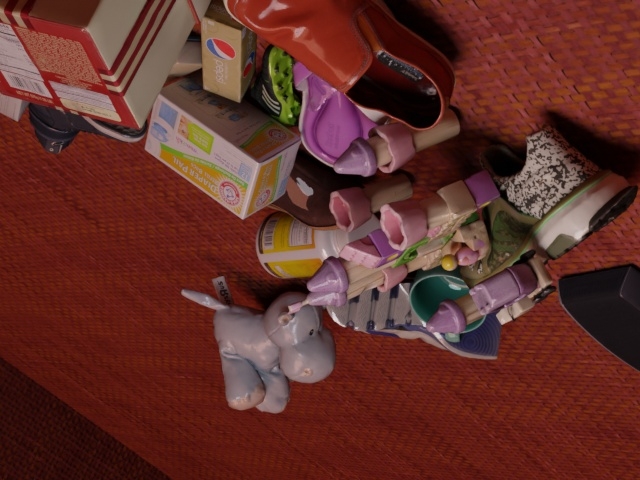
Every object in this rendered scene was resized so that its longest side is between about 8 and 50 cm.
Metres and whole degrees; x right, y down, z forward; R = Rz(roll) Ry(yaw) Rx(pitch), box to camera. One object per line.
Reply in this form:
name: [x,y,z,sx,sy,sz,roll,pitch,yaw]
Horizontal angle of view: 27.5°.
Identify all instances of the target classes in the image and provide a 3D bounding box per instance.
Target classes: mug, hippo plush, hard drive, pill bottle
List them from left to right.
hippo plush: [-0.069,0.176,2.522,0.237,0.234,0.294,-21,89,34]
pill bottle: [0.000,0.000,2.157,0.215,0.117,0.117,-6,141,47]
mug: [0.211,0.078,2.115,0.129,0.097,0.157,30,137,-6]
hard drive: [0.503,0.136,2.050,0.255,0.054,0.172,37,152,-25]

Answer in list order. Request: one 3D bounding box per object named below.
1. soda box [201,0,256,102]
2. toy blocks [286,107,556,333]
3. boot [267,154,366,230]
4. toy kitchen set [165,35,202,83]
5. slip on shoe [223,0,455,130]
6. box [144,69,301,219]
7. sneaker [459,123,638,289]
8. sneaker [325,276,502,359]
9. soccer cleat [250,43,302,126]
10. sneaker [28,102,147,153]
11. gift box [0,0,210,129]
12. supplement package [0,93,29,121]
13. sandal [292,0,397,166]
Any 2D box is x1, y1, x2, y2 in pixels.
soda box: [-0.127,-0.270,1.821,0.061,0.058,0.181,21,154,6]
toy blocks: [0.102,0.025,1.812,0.309,0.260,0.288,61,157,14]
boot: [-0.057,-0.108,2.029,0.248,0.090,0.207,8,152,37]
toy kitchen set: [-0.287,-0.319,1.865,0.207,0.166,0.122,-3,175,-38]
slip on shoe: [0.030,-0.237,1.592,0.331,0.101,0.123,28,127,-24]
box: [-0.145,-0.142,1.922,0.203,0.103,0.114,35,132,20]
sneaker: [0.286,-0.054,1.842,0.182,0.158,0.410,56,155,5]
sneaker: [0.152,0.113,2.256,0.316,0.127,0.182,13,179,-8]
soccer cleat: [-0.070,-0.222,1.864,0.072,0.060,0.179,21,157,18]
sneaker: [-0.383,-0.192,2.142,0.226,0.086,0.163,30,145,11]
gift box: [-0.301,-0.315,1.656,0.255,0.258,0.276,18,158,14]
supplement package: [-0.533,-0.316,1.993,0.244,0.139,0.134,29,153,-6]
sandal: [0.028,-0.203,1.761,0.169,0.102,0.416,15,151,14]
